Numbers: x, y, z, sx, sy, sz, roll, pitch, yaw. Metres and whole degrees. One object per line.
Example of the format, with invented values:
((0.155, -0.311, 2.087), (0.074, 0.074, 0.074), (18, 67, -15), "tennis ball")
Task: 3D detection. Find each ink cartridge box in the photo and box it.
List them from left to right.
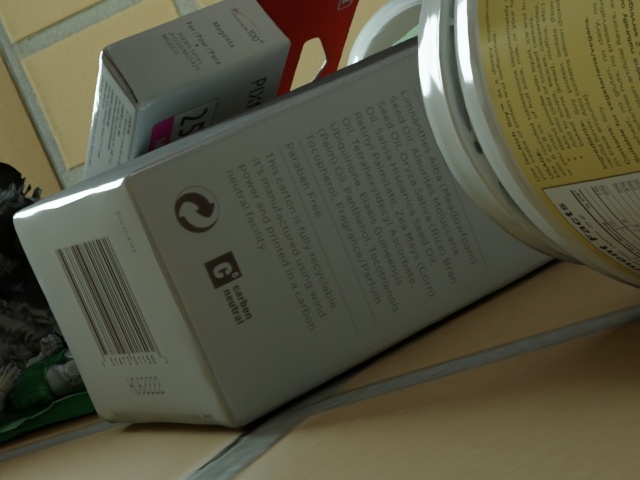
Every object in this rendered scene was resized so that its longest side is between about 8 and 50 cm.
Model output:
((-0.065, -0.081, 1.310), (0.239, 0.060, 0.275), (-25, -24, -26), "ink cartridge box")

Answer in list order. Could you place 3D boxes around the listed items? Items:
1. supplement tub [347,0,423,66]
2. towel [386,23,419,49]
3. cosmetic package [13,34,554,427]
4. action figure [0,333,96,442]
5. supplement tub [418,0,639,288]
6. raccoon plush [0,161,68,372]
((0.121, -0.165, 1.797), (0.191, 0.191, 0.272), (-23, 6, 5), "supplement tub")
((0.006, -0.066, 1.492), (0.325, 0.038, 0.248), (-39, 17, 5), "towel")
((0.054, -0.044, 1.153), (0.453, 0.161, 0.230), (-26, 7, -25), "cosmetic package")
((-0.209, 0.110, 1.311), (0.232, 0.063, 0.137), (-24, 8, 24), "action figure")
((0.202, -0.097, 0.709), (0.241, 0.241, 0.331), (-26, 7, -22), "supplement tub")
((-0.398, 0.047, 1.512), (0.446, 0.216, 0.299), (-4, -4, -15), "raccoon plush")
